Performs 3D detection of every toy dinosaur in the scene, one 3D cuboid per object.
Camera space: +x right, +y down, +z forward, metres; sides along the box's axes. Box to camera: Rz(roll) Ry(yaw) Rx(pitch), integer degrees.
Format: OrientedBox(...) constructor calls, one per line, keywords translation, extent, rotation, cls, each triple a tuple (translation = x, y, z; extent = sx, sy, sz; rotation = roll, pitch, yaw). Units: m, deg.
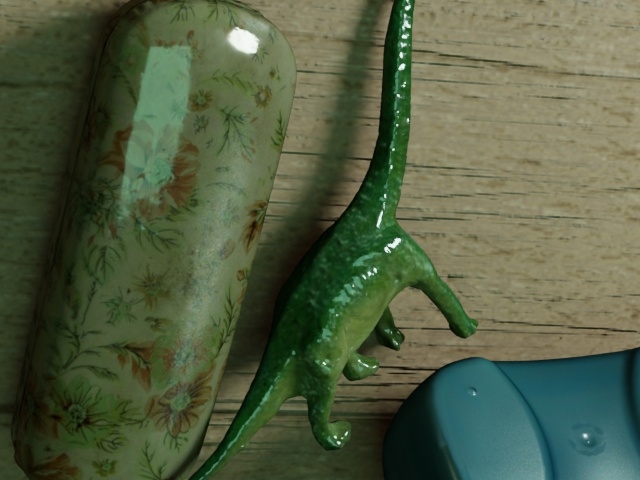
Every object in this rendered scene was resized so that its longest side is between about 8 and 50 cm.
OrientedBox(translation=(0.000, 0.000, 1.230), extent=(0.447, 0.087, 0.301), rotation=(-40, 125, -18), cls="toy dinosaur")

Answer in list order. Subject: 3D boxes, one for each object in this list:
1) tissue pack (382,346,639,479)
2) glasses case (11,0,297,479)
OrientedBox(translation=(0.199, 0.211, 1.316), extent=(0.287, 0.198, 0.206), rotation=(-5, 143, -17), cls="tissue pack")
OrientedBox(translation=(-0.132, 0.014, 1.213), extent=(0.156, 0.098, 0.425), rotation=(7, 109, -25), cls="glasses case")
